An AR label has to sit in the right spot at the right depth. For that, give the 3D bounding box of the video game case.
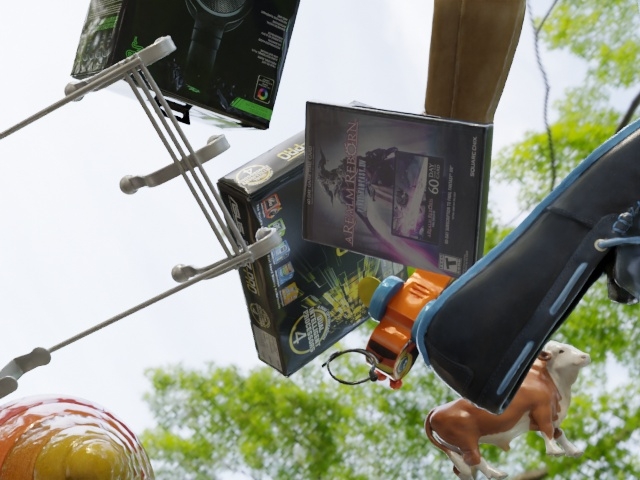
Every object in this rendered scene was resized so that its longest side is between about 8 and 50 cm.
[{"bbox_3d":[0.090,-0.069,1.255,0.274,0.026,0.196,14,-70,35],"label":"video game case"}]

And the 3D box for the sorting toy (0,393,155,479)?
[{"bbox_3d":[-0.126,0.239,0.453,0.127,0.365,0.126,9,-25,-23],"label":"sorting toy"}]

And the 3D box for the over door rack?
[{"bbox_3d":[-0.235,-0.028,0.975,0.324,0.108,0.239,-28,-77,2],"label":"over door rack"}]

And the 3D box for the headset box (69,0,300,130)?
[{"bbox_3d":[-0.171,-0.295,1.298,0.131,0.246,0.283,8,-98,54],"label":"headset box"}]

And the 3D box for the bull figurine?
[{"bbox_3d":[0.338,0.302,1.672,0.310,0.101,0.188,-26,-120,9],"label":"bull figurine"}]

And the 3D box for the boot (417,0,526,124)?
[{"bbox_3d":[0.166,-0.242,1.448,0.236,0.089,0.269,8,-68,5],"label":"boot"}]

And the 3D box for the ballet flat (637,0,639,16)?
[{"bbox_3d":[0.393,-0.326,1.103,0.074,0.074,0.203,3,-55,36],"label":"ballet flat"}]

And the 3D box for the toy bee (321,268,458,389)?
[{"bbox_3d":[0.111,0.129,1.411,0.195,0.298,0.162,51,-23,36],"label":"toy bee"}]

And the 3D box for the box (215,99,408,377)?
[{"bbox_3d":[0.000,0.000,1.695,0.097,0.318,0.394,26,-42,40],"label":"box"}]

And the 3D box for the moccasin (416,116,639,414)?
[{"bbox_3d":[0.241,0.017,0.861,0.342,0.138,0.117,-45,-115,4],"label":"moccasin"}]
